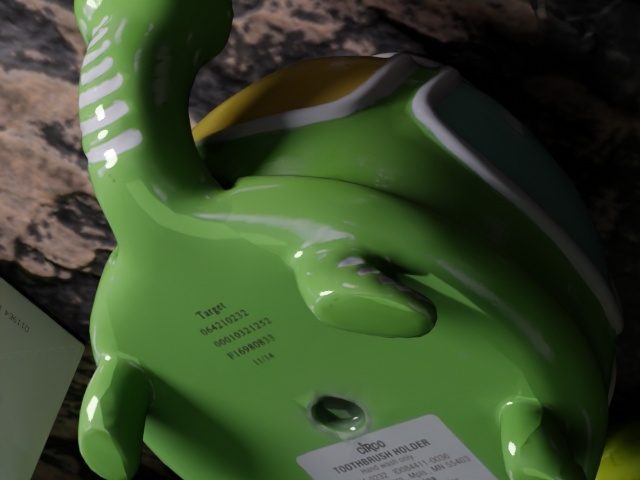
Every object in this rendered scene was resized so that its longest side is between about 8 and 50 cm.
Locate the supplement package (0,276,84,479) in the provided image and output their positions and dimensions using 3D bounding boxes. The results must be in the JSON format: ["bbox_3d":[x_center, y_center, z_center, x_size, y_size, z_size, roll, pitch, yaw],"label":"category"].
[{"bbox_3d":[-0.288,0.117,1.192,0.139,0.134,0.244,42,131,-22],"label":"supplement package"}]

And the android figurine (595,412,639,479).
[{"bbox_3d":[0.076,0.134,1.153,0.273,0.056,0.248,-27,121,35],"label":"android figurine"}]

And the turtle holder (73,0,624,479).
[{"bbox_3d":[-0.002,0.014,0.940,0.320,0.227,0.243,25,136,-6],"label":"turtle holder"}]
